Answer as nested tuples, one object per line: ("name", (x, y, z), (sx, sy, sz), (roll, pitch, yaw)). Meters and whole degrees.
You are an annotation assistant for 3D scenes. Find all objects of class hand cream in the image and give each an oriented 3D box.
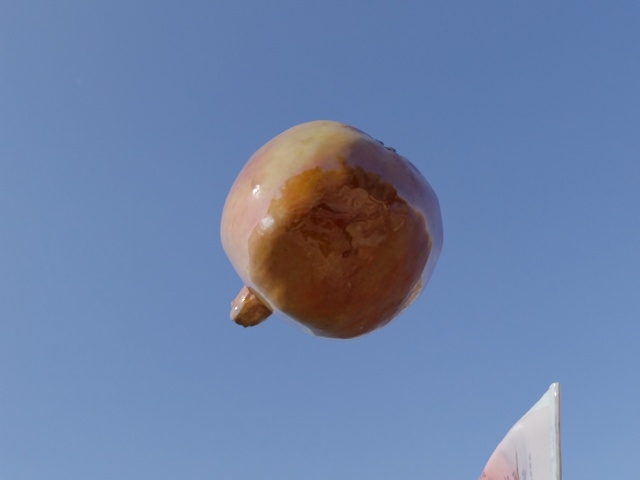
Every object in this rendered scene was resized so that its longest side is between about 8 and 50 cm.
("hand cream", (0.117, 0.142, 0.469), (0.038, 0.052, 0.216), (-23, -26, -6))

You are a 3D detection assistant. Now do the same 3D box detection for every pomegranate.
("pomegranate", (0.000, 0.000, 0.929), (0.252, 0.229, 0.270), (34, -83, -36))
